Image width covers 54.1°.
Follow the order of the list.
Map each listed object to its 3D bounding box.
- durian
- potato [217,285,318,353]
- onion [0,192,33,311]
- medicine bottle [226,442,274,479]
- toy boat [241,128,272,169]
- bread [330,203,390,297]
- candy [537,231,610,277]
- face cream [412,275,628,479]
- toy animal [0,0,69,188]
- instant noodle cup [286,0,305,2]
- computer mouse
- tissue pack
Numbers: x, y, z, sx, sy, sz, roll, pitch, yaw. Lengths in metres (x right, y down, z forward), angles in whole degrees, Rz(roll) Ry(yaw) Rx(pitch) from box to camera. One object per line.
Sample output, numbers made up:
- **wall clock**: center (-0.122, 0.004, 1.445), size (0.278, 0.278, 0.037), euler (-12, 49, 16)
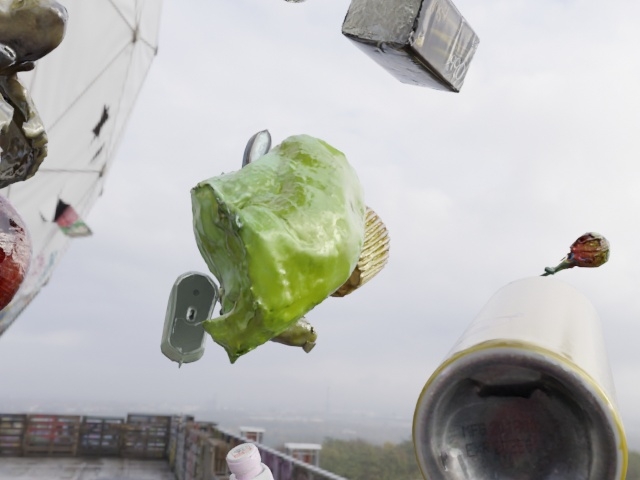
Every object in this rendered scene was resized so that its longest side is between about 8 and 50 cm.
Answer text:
- **durian**: center (-0.054, -0.019, 0.898), size (0.339, 0.256, 0.204), euler (-31, -16, -28)
- **potato**: center (-0.103, 0.146, 1.234), size (0.225, 0.090, 0.117), euler (33, -7, -16)
- **onion**: center (-0.612, 0.011, 0.989), size (0.272, 0.272, 0.195), euler (5, -21, -9)
- **medicine bottle**: center (-0.122, 0.510, 1.234), size (0.078, 0.219, 0.115), euler (-23, 11, -26)
- **toy boat**: center (-0.140, -0.188, 1.380), size (0.060, 0.137, 0.061), euler (18, -28, -15)
- **bread**: center (0.000, 0.000, 1.154), size (0.250, 0.179, 0.133), euler (8, 26, 31)
- **candy**: center (0.377, 0.051, 1.027), size (0.201, 0.060, 0.060), euler (-32, -27, 19)
- **face cream**: center (0.158, 0.088, 0.465), size (0.105, 0.105, 0.348), euler (-4, 3, 23)
- **toy animal**: center (-0.181, -0.127, 0.311), size (0.093, 0.186, 0.214), euler (6, 27, -46)
- **instant noodle cup**: center (-0.040, -0.452, 0.866), size (0.213, 0.213, 0.174), euler (11, -41, -32)
- **computer mouse**: center (-0.245, 0.149, 1.164), size (0.089, 0.182, 0.056), euler (14, -20, -18)
- **tissue pack**: center (0.242, -0.529, 1.602), size (0.210, 0.198, 0.370), euler (19, 3, 33)
